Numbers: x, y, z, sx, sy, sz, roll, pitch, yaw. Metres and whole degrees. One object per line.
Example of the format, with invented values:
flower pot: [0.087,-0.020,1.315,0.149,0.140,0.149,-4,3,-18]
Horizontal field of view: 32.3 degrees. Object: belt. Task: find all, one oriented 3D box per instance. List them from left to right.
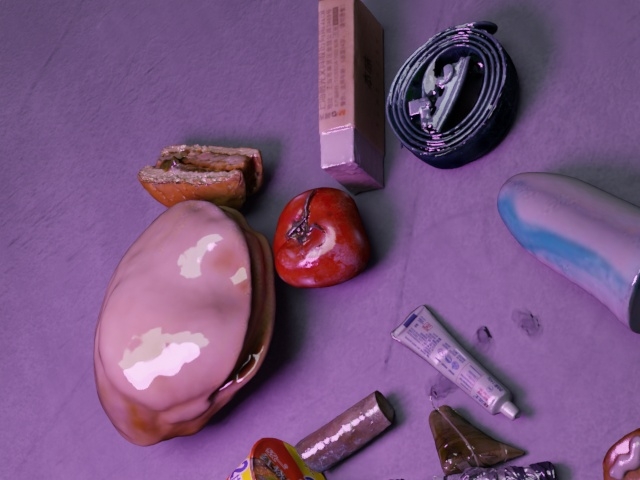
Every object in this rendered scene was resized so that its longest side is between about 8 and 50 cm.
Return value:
belt: [0.237,-0.254,1.910,0.206,0.116,0.267,34,93,31]

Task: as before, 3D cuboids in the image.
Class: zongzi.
zongzi: [0.240,0.293,1.756,0.130,0.062,0.154,-15,47,1]

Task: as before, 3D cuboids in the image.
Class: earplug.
earplug: [0.407,-0.016,1.702,0.324,0.185,0.185,36,92,40]

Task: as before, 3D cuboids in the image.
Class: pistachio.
pistachio: [-0.241,0.143,1.927,0.365,0.281,0.446,13,80,40]

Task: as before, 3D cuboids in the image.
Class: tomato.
tomato: [0.000,0.000,1.927,0.187,0.151,0.187,-9,72,29]

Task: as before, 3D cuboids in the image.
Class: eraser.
eraser: [0.057,-0.267,1.999,0.078,0.144,0.343,-10,68,24]

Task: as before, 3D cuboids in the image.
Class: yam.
yam: [0.044,0.319,1.834,0.169,0.068,0.068,-35,59,13]

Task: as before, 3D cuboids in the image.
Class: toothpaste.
toothpaste: [0.223,0.203,1.789,0.268,0.047,0.069,41,113,36]

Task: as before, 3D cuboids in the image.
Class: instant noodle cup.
instant noodle cup: [-0.096,0.453,1.790,0.174,0.213,0.213,-41,57,20]

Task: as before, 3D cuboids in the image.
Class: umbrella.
umbrella: [0.263,0.361,1.679,0.188,0.050,0.046,-6,29,9]

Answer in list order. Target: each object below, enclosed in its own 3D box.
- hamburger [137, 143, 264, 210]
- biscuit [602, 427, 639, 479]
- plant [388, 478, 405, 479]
hamburger: [-0.227,-0.107,2.108,0.262,0.131,0.124,8,41,37]
biscuit: [0.538,0.439,1.451,0.432,0.064,0.283,33,111,23]
plant: [0.183,0.478,1.656,0.274,0.146,0.149,34,109,32]
